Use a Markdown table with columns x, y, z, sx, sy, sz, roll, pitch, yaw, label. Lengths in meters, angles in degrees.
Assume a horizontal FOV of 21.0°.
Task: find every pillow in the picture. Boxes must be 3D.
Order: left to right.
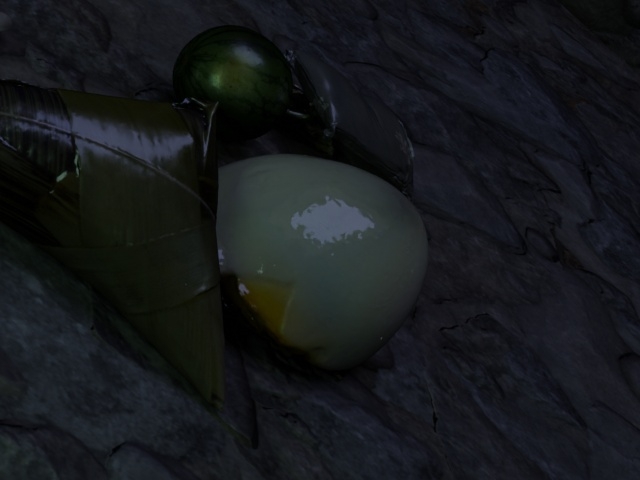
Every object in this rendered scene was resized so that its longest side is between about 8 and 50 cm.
| x | y | z | sx | sy | sz | roll | pitch | yaw | label |
| --- | --- | --- | --- | --- | --- | --- | --- | --- | --- |
| 0.054 | -0.156 | 2.298 | 0.255 | 0.059 | 0.169 | 34 | 29 | -53 | pillow |

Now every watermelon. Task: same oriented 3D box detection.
| x | y | z | sx | sy | sz | roll | pitch | yaw | label |
| --- | --- | --- | --- | --- | --- | --- | --- | --- | --- |
| -0.092 | -0.183 | 2.128 | 0.187 | 0.140 | 0.140 | 29 | 26 | -27 | watermelon |

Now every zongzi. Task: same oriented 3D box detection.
| x | y | z | sx | sy | sz | roll | pitch | yaw | label |
| --- | --- | --- | --- | --- | --- | --- | --- | --- | --- |
| -0.225 | 0.006 | 1.662 | 0.289 | 0.154 | 0.317 | 4 | 64 | -28 | zongzi |

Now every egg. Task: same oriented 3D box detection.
| x | y | z | sx | sy | sz | roll | pitch | yaw | label |
| --- | --- | --- | --- | --- | --- | --- | --- | --- | --- |
| 0.000 | -0.003 | 1.874 | 0.286 | 0.174 | 0.264 | 25 | 34 | -40 | egg |

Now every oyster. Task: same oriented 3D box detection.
| x | y | z | sx | sy | sz | roll | pitch | yaw | label |
| --- | --- | --- | --- | --- | --- | --- | --- | --- | --- |
| -0.038 | -0.182 | 2.298 | 0.166 | 0.053 | 0.108 | 40 | 2 | 19 | oyster |

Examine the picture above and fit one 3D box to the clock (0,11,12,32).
| x | y | z | sx | sy | sz | roll | pitch | yaw | label |
| --- | --- | --- | --- | --- | --- | --- | --- | --- | --- |
| -0.431 | -0.308 | 1.960 | 0.191 | 0.062 | 0.151 | 49 | 27 | 18 | clock |
